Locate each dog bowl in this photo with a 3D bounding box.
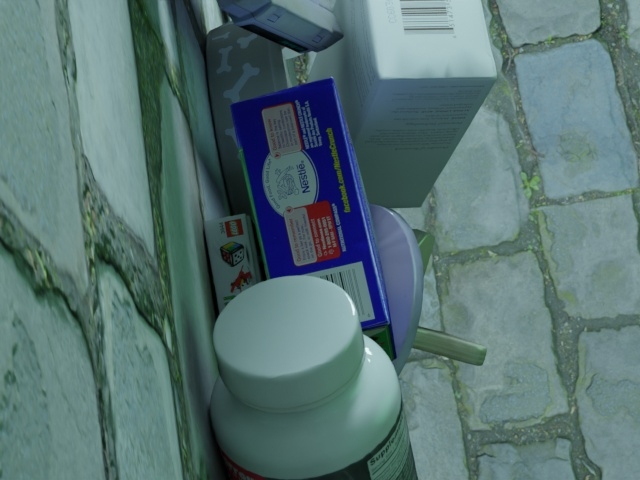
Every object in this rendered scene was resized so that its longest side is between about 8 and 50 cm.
[{"bbox_3d":[-0.071,-0.133,2.028,0.349,0.102,0.348,-10,90,-88],"label":"dog bowl"}]

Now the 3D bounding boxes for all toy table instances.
[{"bbox_3d":[0.068,0.099,1.926,0.161,0.252,0.274,13,106,-61],"label":"toy table"}]

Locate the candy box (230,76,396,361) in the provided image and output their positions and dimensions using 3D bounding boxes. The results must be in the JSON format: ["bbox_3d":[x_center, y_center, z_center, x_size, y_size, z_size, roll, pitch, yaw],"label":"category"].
[{"bbox_3d":[0.000,0.000,1.694,0.317,0.122,0.268,63,15,-77],"label":"candy box"}]

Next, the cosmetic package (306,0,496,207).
[{"bbox_3d":[0.095,-0.210,2.042,0.385,0.156,0.217,114,-28,-66],"label":"cosmetic package"}]

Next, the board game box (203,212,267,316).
[{"bbox_3d":[-0.068,0.098,1.729,0.305,0.053,0.193,67,12,-77],"label":"board game box"}]

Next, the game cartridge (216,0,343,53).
[{"bbox_3d":[-0.083,-0.343,1.821,0.230,0.068,0.355,70,15,7],"label":"game cartridge"}]

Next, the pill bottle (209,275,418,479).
[{"bbox_3d":[-0.004,0.190,1.445,0.176,0.176,0.318,-97,175,-50],"label":"pill bottle"}]

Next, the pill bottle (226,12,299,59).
[{"bbox_3d":[-0.081,-0.412,2.302,0.152,0.152,0.272,-96,175,-58],"label":"pill bottle"}]
